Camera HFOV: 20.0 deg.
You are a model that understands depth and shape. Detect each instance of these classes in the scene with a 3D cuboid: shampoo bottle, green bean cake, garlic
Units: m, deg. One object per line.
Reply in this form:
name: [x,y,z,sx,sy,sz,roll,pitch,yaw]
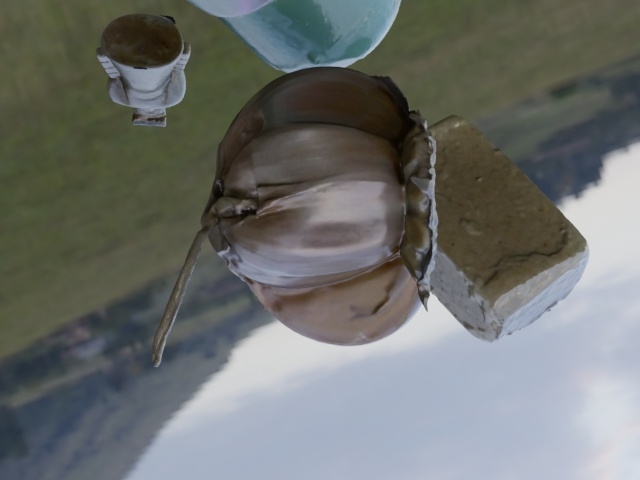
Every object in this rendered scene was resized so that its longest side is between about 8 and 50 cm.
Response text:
shampoo bottle: [-0.072,-0.263,1.408,0.222,0.349,0.151,1,-122,47]
green bean cake: [0.127,-0.010,1.521,0.109,0.179,0.085,-35,158,-21]
garlic: [0.000,0.000,1.290,0.207,0.207,0.256,-16,-157,43]

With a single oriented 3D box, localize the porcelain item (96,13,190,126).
porcelain item: [-0.164,-0.157,1.719,0.084,0.054,0.213,4,168,-2]
